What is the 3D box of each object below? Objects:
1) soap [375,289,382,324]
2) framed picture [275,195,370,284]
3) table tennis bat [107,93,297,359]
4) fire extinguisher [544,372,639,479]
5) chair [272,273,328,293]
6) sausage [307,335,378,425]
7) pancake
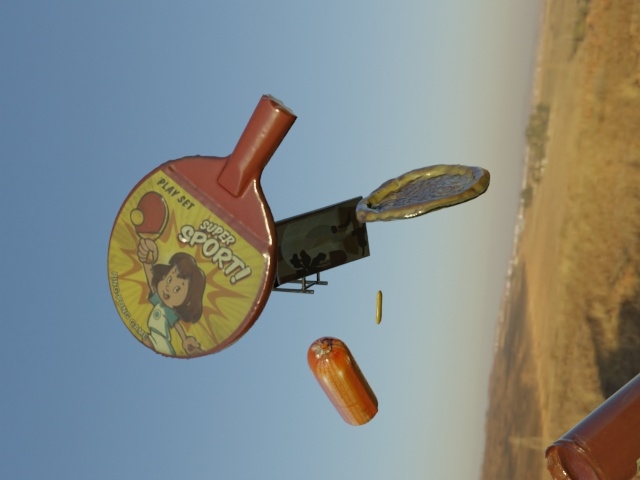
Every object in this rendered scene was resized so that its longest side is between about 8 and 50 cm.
[{"bbox_3d":[0.151,0.172,2.194,0.034,0.012,0.089,-17,-70,-68],"label":"soap"},{"bbox_3d":[0.000,0.000,1.690,0.010,0.201,0.136,-134,31,-57],"label":"framed picture"},{"bbox_3d":[-0.158,-0.017,1.203,0.415,0.268,0.051,-56,-17,18],"label":"table tennis bat"},{"bbox_3d":[0.491,0.274,1.261,0.147,0.337,0.106,64,155,-5],"label":"fire extinguisher"},{"bbox_3d":[-0.122,0.062,2.391,0.141,0.260,0.155,-24,-66,-69],"label":"chair"},{"bbox_3d":[0.040,0.274,1.719,0.312,0.093,0.093,63,-146,-53],"label":"sausage"},{"bbox_3d":[0.177,-0.084,1.499,0.250,0.250,0.031,-56,-48,-64],"label":"pancake"}]
